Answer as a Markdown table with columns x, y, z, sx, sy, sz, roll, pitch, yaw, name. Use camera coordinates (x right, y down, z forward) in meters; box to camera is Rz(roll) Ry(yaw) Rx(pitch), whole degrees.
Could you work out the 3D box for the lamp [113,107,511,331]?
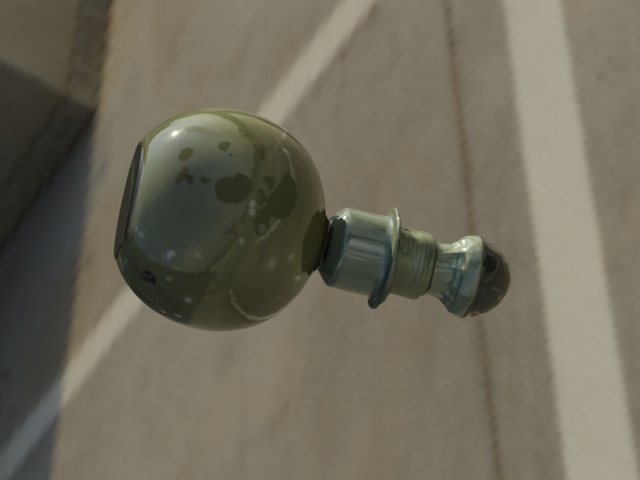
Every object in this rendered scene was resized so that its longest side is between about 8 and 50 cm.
| x | y | z | sx | sy | sz | roll | pitch | yaw | name |
| --- | --- | --- | --- | --- | --- | --- | --- | --- | --- |
| 0.000 | 0.000 | 0.809 | 0.091 | 0.163 | 0.091 | -168 | 90 | -81 | lamp |
